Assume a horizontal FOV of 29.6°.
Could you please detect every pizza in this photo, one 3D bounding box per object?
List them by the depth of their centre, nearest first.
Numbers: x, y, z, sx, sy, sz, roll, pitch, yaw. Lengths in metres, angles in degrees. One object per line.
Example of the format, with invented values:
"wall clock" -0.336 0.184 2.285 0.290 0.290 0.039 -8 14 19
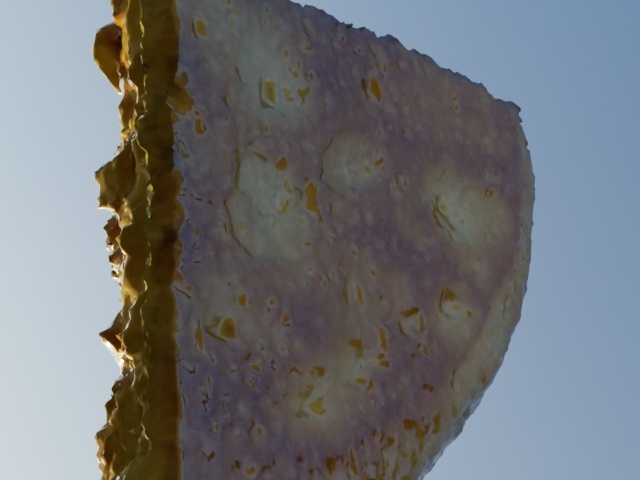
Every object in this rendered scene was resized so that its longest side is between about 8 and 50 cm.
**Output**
"pizza" 0.011 0.032 0.545 0.087 0.258 0.268 -28 -123 44
